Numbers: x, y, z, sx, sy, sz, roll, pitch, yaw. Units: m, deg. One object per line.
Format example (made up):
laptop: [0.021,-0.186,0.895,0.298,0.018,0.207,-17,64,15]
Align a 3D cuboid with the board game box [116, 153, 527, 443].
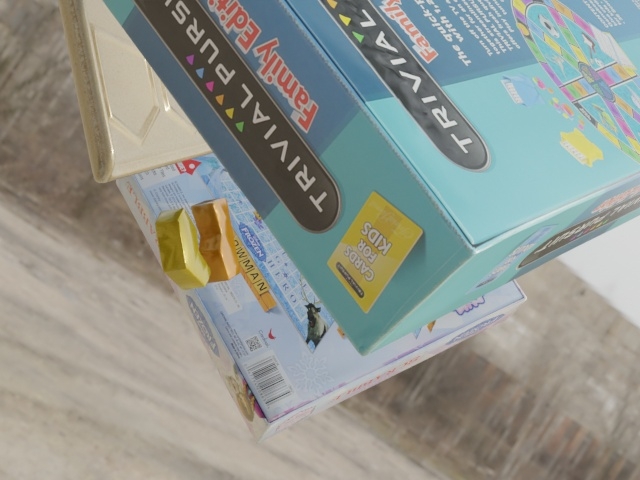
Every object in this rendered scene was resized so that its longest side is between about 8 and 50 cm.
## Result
board game box: [0.000,0.000,1.243,0.319,0.318,0.066,60,-24,16]

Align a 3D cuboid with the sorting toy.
sorting toy: [-0.127,-0.109,0.845,0.041,0.307,0.229,-8,8,16]

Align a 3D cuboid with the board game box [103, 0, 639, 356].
board game box: [0.065,-0.109,0.610,0.336,0.079,0.254,-20,69,-49]
